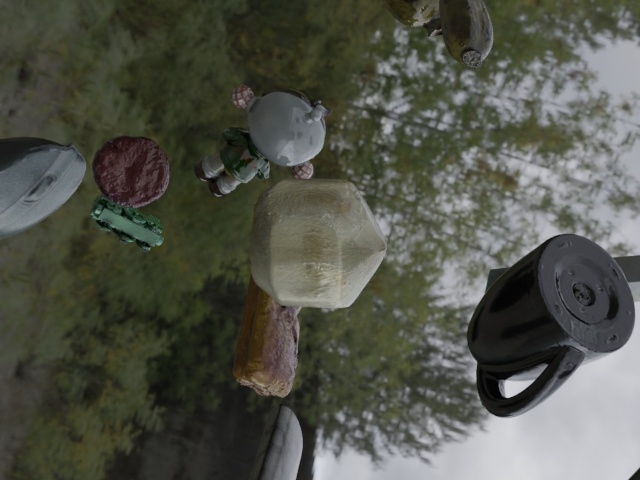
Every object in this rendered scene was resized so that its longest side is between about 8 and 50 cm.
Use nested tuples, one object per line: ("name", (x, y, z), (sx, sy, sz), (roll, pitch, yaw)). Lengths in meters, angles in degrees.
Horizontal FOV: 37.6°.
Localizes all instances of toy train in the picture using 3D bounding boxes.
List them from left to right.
("toy train", (-0.429, -0.045, 2.083), (0.071, 0.178, 0.105), (-53, -147, 12))

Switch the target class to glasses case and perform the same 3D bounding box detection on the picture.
("glasses case", (-0.084, 0.408, 1.582), (0.299, 0.060, 0.114), (-74, 152, -62))

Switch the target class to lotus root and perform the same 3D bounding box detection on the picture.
("lotus root", (0.204, -0.531, 1.987), (0.154, 0.278, 0.154), (-32, -177, 2))
("lotus root", (0.250, -0.373, 1.626), (0.080, 0.089, 0.179), (-45, -135, 46))

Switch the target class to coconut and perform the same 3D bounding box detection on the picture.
("coconut", (0.000, 0.000, 1.742), (0.245, 0.247, 0.245), (1, 90, -84))

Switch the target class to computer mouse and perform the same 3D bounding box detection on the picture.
("computer mouse", (-0.544, -0.061, 1.497), (0.203, 0.373, 0.114), (32, 47, -60))

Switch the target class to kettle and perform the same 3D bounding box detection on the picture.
("kettle", (0.357, 0.165, 1.599), (0.290, 0.207, 0.268), (-41, -152, 50))

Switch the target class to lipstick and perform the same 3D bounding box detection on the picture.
("lipstick", (0.550, 0.096, 2.064), (0.371, 0.076, 0.080), (-8, -134, 33))

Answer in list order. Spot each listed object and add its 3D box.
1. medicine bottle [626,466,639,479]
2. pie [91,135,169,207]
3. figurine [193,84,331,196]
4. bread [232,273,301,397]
("medicine bottle", (0.468, 0.389, 1.398), (0.199, 0.057, 0.058), (-26, 152, -40))
("pie", (-0.369, -0.137, 1.837), (0.036, 0.154, 0.155), (144, -38, -78))
("figurine", (-0.134, -0.230, 2.207), (0.370, 0.281, 0.167), (-29, -158, 27))
("bread", (-0.106, 0.190, 2.318), (0.109, 0.185, 0.381), (-8, -118, 35))
